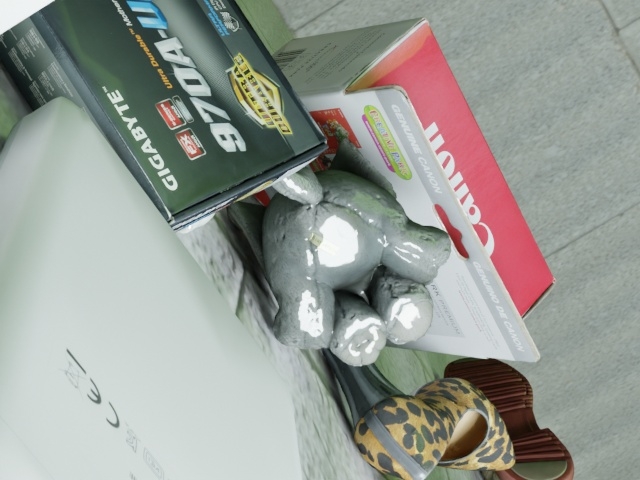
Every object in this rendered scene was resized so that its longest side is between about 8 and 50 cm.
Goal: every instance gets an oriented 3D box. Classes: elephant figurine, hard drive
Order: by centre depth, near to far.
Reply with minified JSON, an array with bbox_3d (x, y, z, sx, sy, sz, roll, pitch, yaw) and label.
[{"bbox_3d":[-0.076,0.086,0.553,0.233,0.047,0.353,56,9,-22],"label":"hard drive"},{"bbox_3d":[0.000,0.000,1.091,0.239,0.169,0.186,-126,-134,-68],"label":"elephant figurine"}]

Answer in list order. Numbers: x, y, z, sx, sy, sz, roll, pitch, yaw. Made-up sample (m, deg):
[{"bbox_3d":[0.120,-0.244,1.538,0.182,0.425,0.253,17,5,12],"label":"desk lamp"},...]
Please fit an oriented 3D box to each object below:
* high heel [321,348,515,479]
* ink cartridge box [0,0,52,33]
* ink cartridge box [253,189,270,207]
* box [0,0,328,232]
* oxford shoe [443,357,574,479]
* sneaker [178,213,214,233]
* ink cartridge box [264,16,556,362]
[{"bbox_3d":[0.117,0.195,1.137,0.261,0.093,0.186,34,14,-32],"label":"high heel"},{"bbox_3d":[-0.215,-0.223,0.579,0.353,0.119,0.207,64,9,33],"label":"ink cartridge box"},{"bbox_3d":[-0.094,-0.147,1.323,0.181,0.056,0.224,47,13,-54],"label":"ink cartridge box"},{"bbox_3d":[-0.112,-0.117,0.790,0.220,0.051,0.175,57,37,2],"label":"box"},{"bbox_3d":[0.247,0.282,1.744,0.348,0.123,0.130,-109,-168,-63],"label":"oxford shoe"},{"bbox_3d":[-0.129,-0.101,0.863,0.212,0.080,0.094,58,19,-16],"label":"sneaker"},{"bbox_3d":[0.087,-0.044,1.212,0.272,0.130,0.309,3,-50,51],"label":"ink cartridge box"}]
